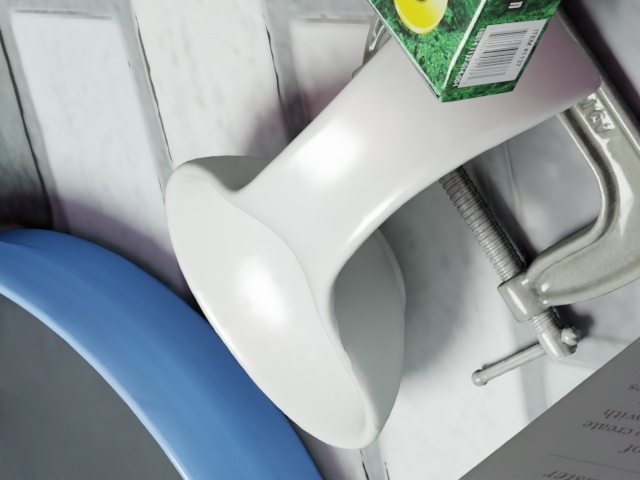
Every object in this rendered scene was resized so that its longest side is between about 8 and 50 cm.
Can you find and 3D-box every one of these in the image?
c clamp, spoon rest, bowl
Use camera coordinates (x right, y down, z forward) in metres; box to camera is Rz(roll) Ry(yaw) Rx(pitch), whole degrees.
[{"bbox_3d":[0.061,-0.027,0.565,0.137,0.022,0.160,-25,94,51],"label":"c clamp"},{"bbox_3d":[0.000,0.000,0.570,0.137,0.084,0.276,53,151,9],"label":"spoon rest"},{"bbox_3d":[-0.123,0.174,0.847,0.391,0.077,0.391,26,130,35],"label":"bowl"}]

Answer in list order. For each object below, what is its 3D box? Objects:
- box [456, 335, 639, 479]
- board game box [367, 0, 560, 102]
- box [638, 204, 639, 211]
[{"bbox_3d":[0.105,0.168,0.382,0.215,0.345,0.168,9,119,45],"label":"box"},{"bbox_3d":[-0.002,-0.173,0.401,0.259,0.030,0.136,58,141,29],"label":"board game box"},{"bbox_3d":[0.209,-0.067,0.303,0.243,0.117,0.213,29,133,33],"label":"box"}]
